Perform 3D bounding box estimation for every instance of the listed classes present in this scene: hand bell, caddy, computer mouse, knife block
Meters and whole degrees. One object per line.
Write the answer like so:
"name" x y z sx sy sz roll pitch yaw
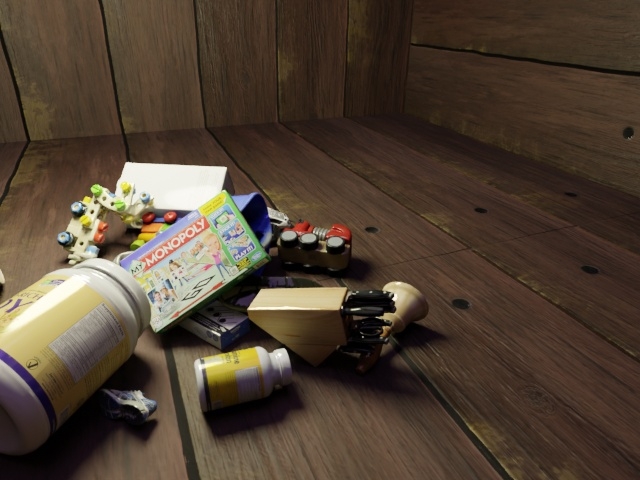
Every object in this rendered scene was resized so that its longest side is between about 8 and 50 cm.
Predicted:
"hand bell" 0.150 0.220 1.083 0.126 0.126 0.242 16 43 27
"caddy" -0.228 0.003 1.315 0.179 0.241 0.341 0 27 11
"computer mouse" -0.142 -0.069 1.622 0.193 0.042 0.106 20 27 -20
"knife block" 0.014 0.149 1.003 0.275 0.242 0.088 37 29 -4

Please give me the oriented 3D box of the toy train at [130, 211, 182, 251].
"toy train" -0.570 -0.012 1.504 0.248 0.105 0.143 1 43 20

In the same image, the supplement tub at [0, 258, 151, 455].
"supplement tub" -0.515 0.203 0.892 0.241 0.241 0.331 10 31 16

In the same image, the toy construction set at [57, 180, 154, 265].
"toy construction set" -0.674 -0.036 1.421 0.215 0.151 0.328 13 59 6

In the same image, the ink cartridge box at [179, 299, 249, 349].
"ink cartridge box" -0.284 0.191 1.151 0.207 0.046 0.097 19 31 31

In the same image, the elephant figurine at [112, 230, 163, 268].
"elephant figurine" -0.471 0.095 1.235 0.239 0.169 0.186 -34 12 -26

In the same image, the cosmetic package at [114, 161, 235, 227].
"cosmetic package" -0.506 -0.150 1.617 0.365 0.155 0.197 4 60 5

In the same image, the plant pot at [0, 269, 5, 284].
"plant pot" -1.020 0.076 1.174 0.274 0.256 0.256 -34 40 -23

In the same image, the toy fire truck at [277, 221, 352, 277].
"toy fire truck" 0.000 0.000 1.460 0.217 0.158 0.246 7 38 12

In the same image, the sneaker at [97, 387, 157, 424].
"sneaker" -0.377 0.319 0.903 0.135 0.052 0.058 12 12 25

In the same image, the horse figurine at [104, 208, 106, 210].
"horse figurine" -0.700 -0.154 1.793 0.263 0.066 0.174 9 33 17

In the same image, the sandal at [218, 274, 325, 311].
"sandal" -0.105 0.152 1.171 0.302 0.086 0.120 12 57 -4

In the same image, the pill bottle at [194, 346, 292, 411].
"pill bottle" -0.155 0.273 0.932 0.184 0.103 0.103 -8 28 -18

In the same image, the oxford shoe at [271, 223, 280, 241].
"oxford shoe" -0.254 -0.015 1.541 0.227 0.083 0.096 -6 12 -18

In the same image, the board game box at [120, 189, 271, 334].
"board game box" -0.307 0.050 1.125 0.317 0.046 0.213 -35 71 0
